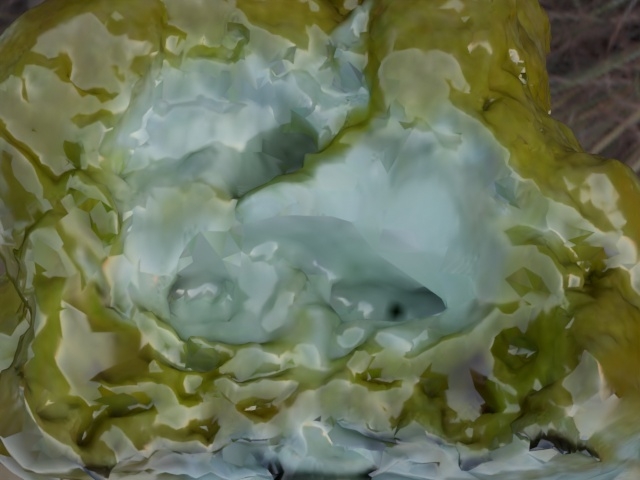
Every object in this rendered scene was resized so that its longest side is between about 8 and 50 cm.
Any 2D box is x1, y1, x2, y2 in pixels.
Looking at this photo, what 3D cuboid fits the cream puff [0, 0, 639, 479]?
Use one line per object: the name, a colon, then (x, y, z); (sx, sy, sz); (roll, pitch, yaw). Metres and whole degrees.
cream puff: (0.007, 0.002, 0.609); (0.323, 0.270, 0.274); (2, 156, 3)
